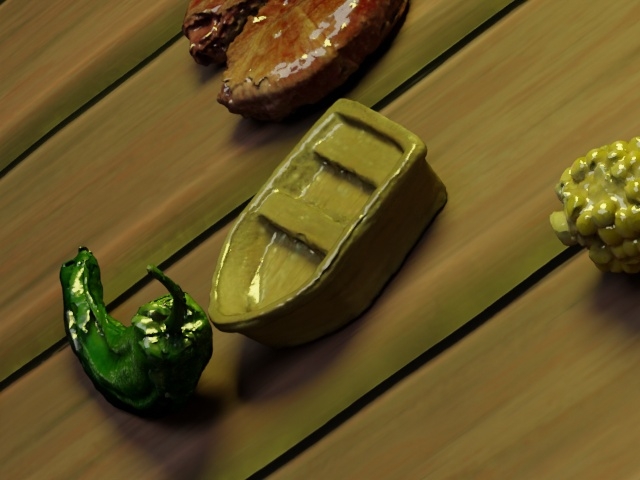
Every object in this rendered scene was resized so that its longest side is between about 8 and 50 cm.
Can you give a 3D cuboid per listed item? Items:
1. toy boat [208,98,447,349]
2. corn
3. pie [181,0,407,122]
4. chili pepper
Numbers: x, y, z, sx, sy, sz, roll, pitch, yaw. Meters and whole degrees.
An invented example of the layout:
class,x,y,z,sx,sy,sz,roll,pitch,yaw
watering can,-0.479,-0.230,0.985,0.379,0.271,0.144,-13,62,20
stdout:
class,x,y,z,sx,sy,sz,roll,pitch,yaw
toy boat,0.000,0.000,1.354,0.188,0.061,0.116,-51,40,-6
corn,0.267,-0.054,1.140,0.288,0.086,0.086,-25,43,24
pie,-0.019,-0.187,1.545,0.204,0.054,0.218,-32,38,17
chili pepper,-0.123,0.064,1.370,0.065,0.122,0.279,-30,10,-22
